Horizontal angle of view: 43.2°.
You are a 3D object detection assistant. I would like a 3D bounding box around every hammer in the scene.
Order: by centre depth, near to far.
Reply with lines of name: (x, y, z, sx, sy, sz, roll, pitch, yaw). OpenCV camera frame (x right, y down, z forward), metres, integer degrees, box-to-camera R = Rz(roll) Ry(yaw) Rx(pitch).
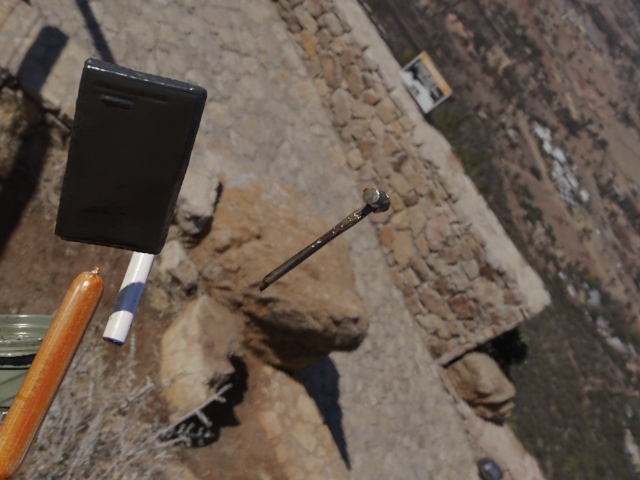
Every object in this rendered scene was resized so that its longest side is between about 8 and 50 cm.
hammer: (0.000, 0.000, 0.892, 0.021, 0.178, 0.065, 57, 6, 17)

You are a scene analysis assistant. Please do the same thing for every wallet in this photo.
wallet: (-0.205, -0.076, 0.858, 0.124, 0.244, 0.025, 11, 43, -17)

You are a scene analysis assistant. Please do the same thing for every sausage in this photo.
sausage: (-0.403, 0.197, 1.188, 0.053, 0.053, 0.347, 30, 79, -32)

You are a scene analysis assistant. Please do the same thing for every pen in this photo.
pen: (-0.232, 0.011, 1.078, 0.033, 0.033, 0.268, 29, 68, -33)

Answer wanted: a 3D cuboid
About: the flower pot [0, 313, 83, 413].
flower pot: (-0.509, 0.204, 1.340, 0.236, 0.236, 0.140, 1, 92, -50)
